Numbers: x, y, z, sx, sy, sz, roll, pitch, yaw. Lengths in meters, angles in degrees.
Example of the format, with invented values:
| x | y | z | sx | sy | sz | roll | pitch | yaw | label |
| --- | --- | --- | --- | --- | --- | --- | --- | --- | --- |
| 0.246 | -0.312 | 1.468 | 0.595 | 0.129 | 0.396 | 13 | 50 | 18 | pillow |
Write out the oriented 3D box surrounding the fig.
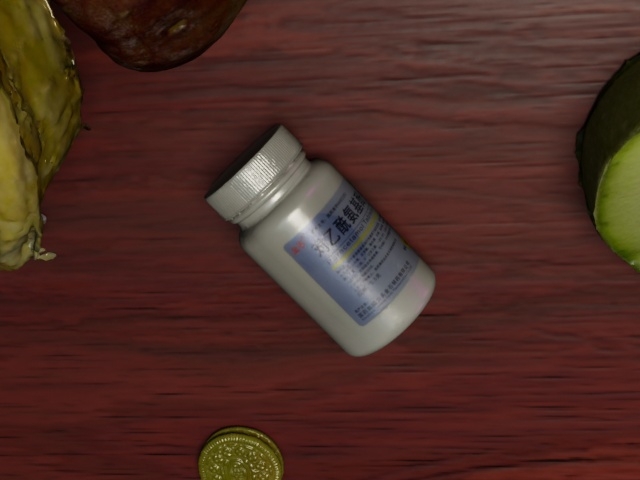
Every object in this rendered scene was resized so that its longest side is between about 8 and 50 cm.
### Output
| x | y | z | sx | sy | sz | roll | pitch | yaw | label |
| --- | --- | --- | --- | --- | --- | --- | --- | --- | --- |
| -0.088 | -0.255 | 0.760 | 0.274 | 0.170 | 0.145 | -49 | 55 | 6 | fig |

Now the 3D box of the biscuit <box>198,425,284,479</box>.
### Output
| x | y | z | sx | sy | sz | roll | pitch | yaw | label |
| --- | --- | --- | --- | --- | --- | --- | --- | --- | --- |
| -0.077 | 0.218 | 1.015 | 0.084 | 0.023 | 0.084 | 3 | 114 | 7 | biscuit |

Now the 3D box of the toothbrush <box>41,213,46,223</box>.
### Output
| x | y | z | sx | sy | sz | roll | pitch | yaw | label |
| --- | --- | --- | --- | --- | --- | --- | --- | --- | --- |
| -0.370 | -0.053 | 0.946 | 0.257 | 0.018 | 0.024 | 19 | 120 | -1 | toothbrush |

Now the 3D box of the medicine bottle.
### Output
| x | y | z | sx | sy | sz | roll | pitch | yaw | label |
| --- | --- | --- | --- | --- | --- | --- | --- | --- | --- |
| 0.000 | 0.000 | 0.870 | 0.103 | 0.103 | 0.186 | -39 | 102 | 20 | medicine bottle |

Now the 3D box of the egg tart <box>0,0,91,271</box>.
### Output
| x | y | z | sx | sy | sz | roll | pitch | yaw | label |
| --- | --- | --- | --- | --- | --- | --- | --- | --- | --- |
| -0.273 | -0.137 | 0.768 | 0.132 | 0.341 | 0.341 | -31 | 110 | -23 | egg tart |

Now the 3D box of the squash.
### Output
| x | y | z | sx | sy | sz | roll | pitch | yaw | label |
| --- | --- | --- | --- | --- | --- | --- | --- | --- | --- |
| 0.312 | -0.046 | 0.802 | 0.220 | 0.133 | 0.220 | 1 | 117 | 3 | squash |
